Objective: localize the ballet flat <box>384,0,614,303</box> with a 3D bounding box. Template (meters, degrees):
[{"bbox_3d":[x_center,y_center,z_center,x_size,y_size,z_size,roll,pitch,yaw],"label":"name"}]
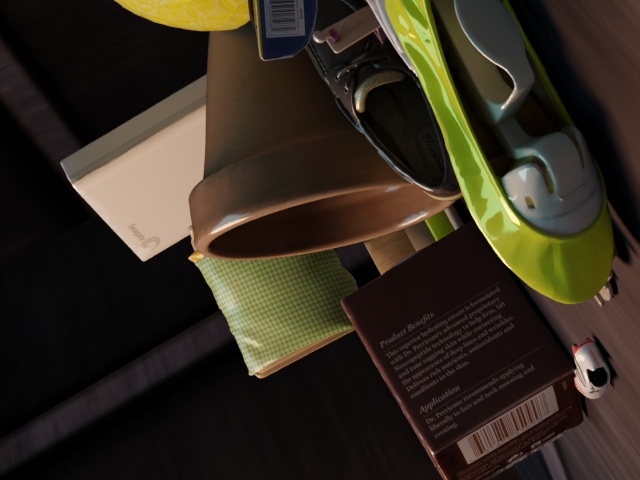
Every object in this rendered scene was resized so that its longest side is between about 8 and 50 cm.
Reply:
[{"bbox_3d":[0.107,-0.066,0.699,0.231,0.077,0.077,62,163,-4],"label":"ballet flat"}]

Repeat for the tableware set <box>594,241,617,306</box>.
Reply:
[{"bbox_3d":[0.156,-0.025,0.831,0.141,0.020,0.169,60,180,13],"label":"tableware set"}]

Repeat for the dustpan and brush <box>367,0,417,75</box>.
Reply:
[{"bbox_3d":[0.046,-0.170,0.861,0.147,0.060,0.211,60,-173,-34],"label":"dustpan and brush"}]

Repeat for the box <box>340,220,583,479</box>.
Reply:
[{"bbox_3d":[0.153,0.128,1.320,0.203,0.168,0.167,60,180,30],"label":"box"}]

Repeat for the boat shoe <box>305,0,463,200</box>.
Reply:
[{"bbox_3d":[0.053,-0.129,1.042,0.224,0.080,0.073,54,-167,9],"label":"boat shoe"}]

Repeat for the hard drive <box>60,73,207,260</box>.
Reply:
[{"bbox_3d":[-0.100,-0.119,1.446,0.047,0.353,0.233,59,179,25],"label":"hard drive"}]

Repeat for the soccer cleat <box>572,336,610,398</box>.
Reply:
[{"bbox_3d":[0.231,0.116,1.052,0.083,0.029,0.036,67,178,-48],"label":"soccer cleat"}]

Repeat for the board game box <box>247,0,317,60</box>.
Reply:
[{"bbox_3d":[-0.029,-0.250,0.915,0.194,0.060,0.194,-104,10,-67],"label":"board game box"}]

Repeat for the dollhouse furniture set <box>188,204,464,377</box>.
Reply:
[{"bbox_3d":[0.000,0.000,1.402,0.198,0.301,0.151,62,-177,12],"label":"dollhouse furniture set"}]

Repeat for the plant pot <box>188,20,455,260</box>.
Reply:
[{"bbox_3d":[-0.014,-0.121,1.215,0.263,0.263,0.229,63,-166,-78],"label":"plant pot"}]

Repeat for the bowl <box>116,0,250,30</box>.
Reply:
[{"bbox_3d":[-0.167,-0.317,1.086,0.289,0.156,0.290,32,130,50],"label":"bowl"}]

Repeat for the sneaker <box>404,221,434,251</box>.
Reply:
[{"bbox_3d":[0.164,0.051,1.533,0.258,0.094,0.091,55,162,-16],"label":"sneaker"}]

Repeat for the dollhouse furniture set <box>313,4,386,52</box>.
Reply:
[{"bbox_3d":[0.019,-0.194,1.008,0.114,0.081,0.091,59,179,33],"label":"dollhouse furniture set"}]
